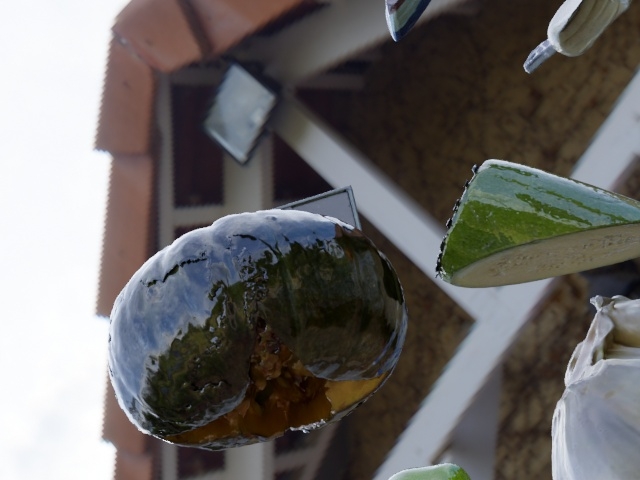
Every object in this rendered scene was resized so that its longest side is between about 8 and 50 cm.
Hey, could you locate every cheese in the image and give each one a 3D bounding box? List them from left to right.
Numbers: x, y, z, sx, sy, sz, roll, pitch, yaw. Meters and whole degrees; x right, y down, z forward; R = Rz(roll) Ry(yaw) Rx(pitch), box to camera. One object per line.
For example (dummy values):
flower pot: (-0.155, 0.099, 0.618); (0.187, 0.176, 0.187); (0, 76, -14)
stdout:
cheese: (0.283, -0.237, 1.541); (0.171, 0.047, 0.092); (-47, 9, 35)

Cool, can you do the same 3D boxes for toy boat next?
toy boat: (0.119, -0.342, 1.768); (0.229, 0.080, 0.046); (-68, -34, -41)

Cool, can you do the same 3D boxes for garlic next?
garlic: (0.294, 0.176, 1.157); (0.281, 0.203, 0.185); (-45, -28, -72)

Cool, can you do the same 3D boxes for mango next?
mango: (0.158, 0.398, 2.061); (0.089, 0.117, 0.163); (11, -21, -44)

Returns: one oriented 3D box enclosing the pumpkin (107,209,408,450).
pumpkin: (-0.064, 0.095, 1.428); (0.320, 0.192, 0.320); (-15, -26, -8)

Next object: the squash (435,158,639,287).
squash: (0.296, 0.013, 1.712); (0.189, 0.260, 0.189); (-58, -17, -30)

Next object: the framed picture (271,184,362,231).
framed picture: (0.000, 0.000, 1.714); (0.109, 0.149, 0.011); (-16, -42, 5)
